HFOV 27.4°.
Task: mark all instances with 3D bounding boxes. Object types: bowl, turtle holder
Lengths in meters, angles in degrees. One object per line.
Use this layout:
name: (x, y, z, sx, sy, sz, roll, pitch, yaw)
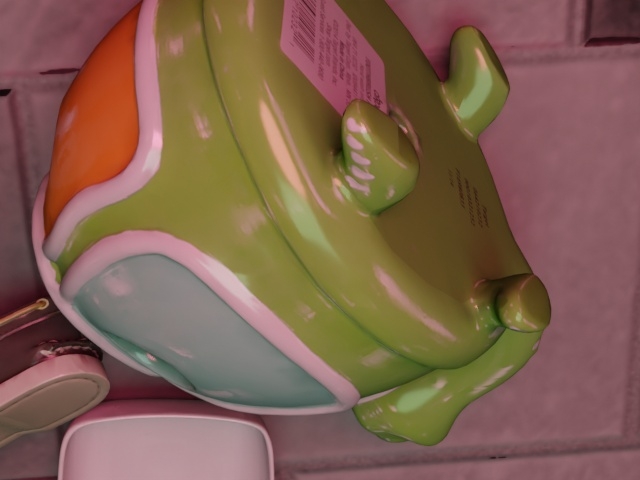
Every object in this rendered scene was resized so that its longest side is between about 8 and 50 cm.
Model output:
bowl: (-0.104, 0.163, 0.884, 0.142, 0.053, 0.142, 1, 118, -6)
turtle holder: (-0.008, -0.018, 0.727, 0.227, 0.243, 0.320, -26, 157, 24)

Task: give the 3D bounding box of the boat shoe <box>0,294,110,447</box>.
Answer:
boat shoe: (-0.242, 0.106, 0.836, 0.228, 0.068, 0.081, -24, 152, 9)
